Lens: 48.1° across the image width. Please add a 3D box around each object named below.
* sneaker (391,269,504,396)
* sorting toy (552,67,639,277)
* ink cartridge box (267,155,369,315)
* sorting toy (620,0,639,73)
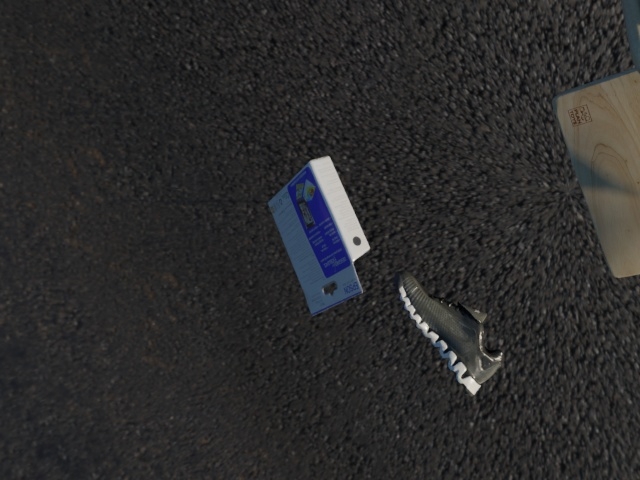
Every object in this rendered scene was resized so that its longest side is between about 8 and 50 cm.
[{"bbox_3d":[0.215,0.132,1.175,0.106,0.078,0.234,-37,81,8],"label":"sneaker"},{"bbox_3d":[0.459,-0.107,0.889,0.256,0.089,0.257,-15,105,33],"label":"sorting toy"},{"bbox_3d":[0.000,0.000,1.115,0.206,0.045,0.208,-34,76,63],"label":"ink cartridge box"},{"bbox_3d":[0.257,-0.146,0.346,0.208,0.193,0.038,-8,123,24],"label":"sorting toy"}]
